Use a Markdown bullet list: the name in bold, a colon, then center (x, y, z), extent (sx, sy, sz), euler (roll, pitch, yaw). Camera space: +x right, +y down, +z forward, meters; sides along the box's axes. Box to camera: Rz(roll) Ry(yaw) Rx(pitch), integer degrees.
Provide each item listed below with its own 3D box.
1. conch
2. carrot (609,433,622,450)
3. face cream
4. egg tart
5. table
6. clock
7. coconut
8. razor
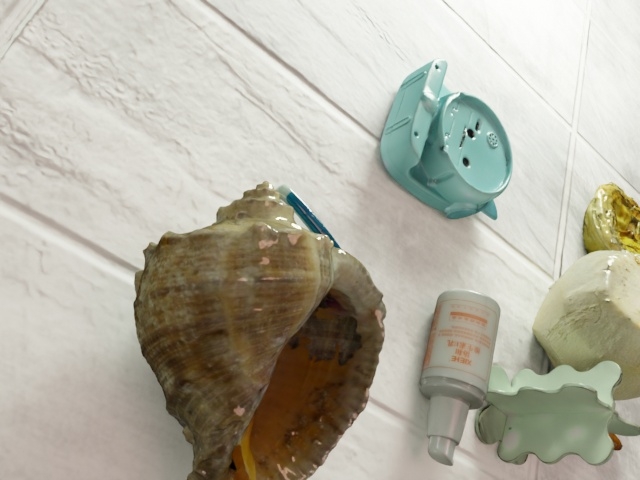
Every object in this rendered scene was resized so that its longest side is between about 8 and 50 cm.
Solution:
- **conch**: center (-0.074, 0.113, 0.709), extent (0.297, 0.210, 0.352), euler (10, 103, -37)
- **carrot**: center (0.490, 0.345, 1.155), extent (0.257, 0.061, 0.061), euler (27, 61, -31)
- **face cream**: center (0.199, 0.201, 0.945), extent (0.101, 0.101, 0.251), euler (34, 58, -25)
- **egg tart**: center (0.636, -0.007, 1.359), extent (0.252, 0.098, 0.231), euler (-4, 72, -42)
- **table**: center (0.368, 0.267, 0.990), extent (0.167, 0.198, 0.166), euler (12, 69, -35)
- **clock**: center (0.236, -0.156, 1.092), extent (0.274, 0.094, 0.223), euler (32, 60, -25)
- **coconut**: center (0.505, 0.151, 1.122), extent (0.245, 0.247, 0.244), euler (6, 55, -9)
- **razor**: center (0.002, -0.001, 0.898), extent (0.068, 0.037, 0.191), euler (-42, 103, -37)
